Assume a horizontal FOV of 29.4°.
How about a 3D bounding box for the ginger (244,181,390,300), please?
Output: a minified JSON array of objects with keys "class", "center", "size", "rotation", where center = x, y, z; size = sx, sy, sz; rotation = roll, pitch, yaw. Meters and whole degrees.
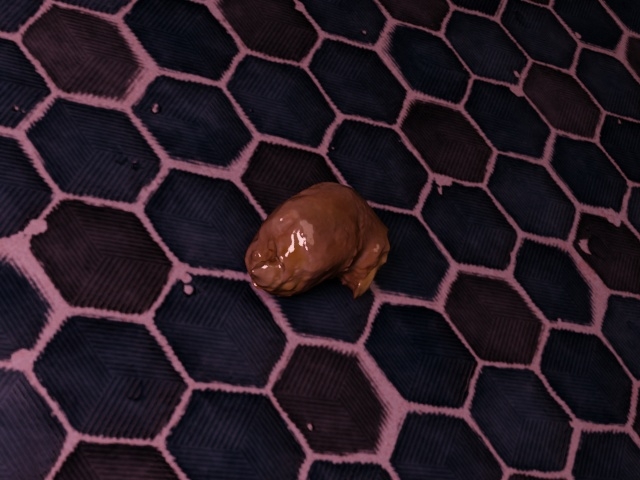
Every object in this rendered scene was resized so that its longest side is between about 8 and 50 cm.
[{"class":"ginger","center":[0.000,0.000,1.622],"size":[0.267,0.138,0.152],"rotation":[-4,65,-43]}]
